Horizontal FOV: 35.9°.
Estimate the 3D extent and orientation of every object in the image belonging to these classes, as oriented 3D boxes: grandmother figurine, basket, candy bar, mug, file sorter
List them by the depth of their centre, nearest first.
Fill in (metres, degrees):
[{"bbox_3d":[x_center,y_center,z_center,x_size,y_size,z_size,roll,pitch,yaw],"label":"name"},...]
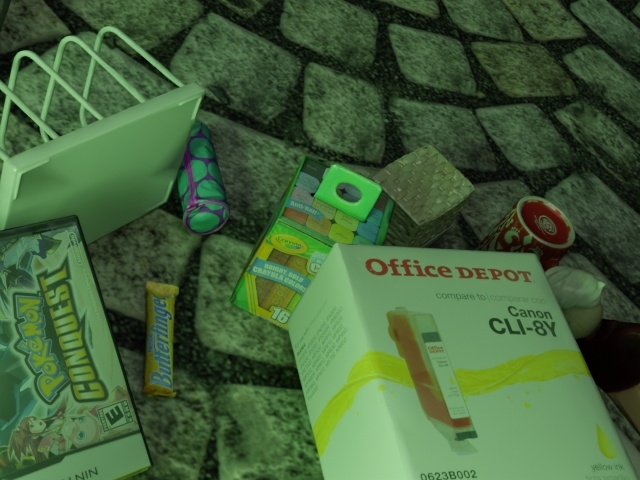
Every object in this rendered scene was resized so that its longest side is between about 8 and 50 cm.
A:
[{"bbox_3d":[-0.184,0.114,1.134,0.040,0.018,0.162,12,45,-20],"label":"candy bar"},{"bbox_3d":[-0.308,-0.112,1.146,0.173,0.193,0.277,42,44,15],"label":"file sorter"},{"bbox_3d":[0.392,0.172,1.249,0.342,0.208,0.104,51,45,0],"label":"grandmother figurine"},{"bbox_3d":[0.279,0.039,1.355,0.150,0.169,0.113,43,43,12],"label":"mug"},{"bbox_3d":[0.125,-0.052,1.398,0.113,0.103,0.167,46,44,13],"label":"basket"}]

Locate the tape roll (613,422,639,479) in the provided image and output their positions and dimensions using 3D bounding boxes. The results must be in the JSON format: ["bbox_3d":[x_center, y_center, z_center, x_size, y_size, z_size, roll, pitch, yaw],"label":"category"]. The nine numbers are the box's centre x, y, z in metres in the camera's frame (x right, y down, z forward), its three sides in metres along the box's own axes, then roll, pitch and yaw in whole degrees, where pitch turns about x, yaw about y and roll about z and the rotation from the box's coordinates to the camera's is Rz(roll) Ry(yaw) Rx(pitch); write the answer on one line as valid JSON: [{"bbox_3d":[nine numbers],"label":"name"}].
[{"bbox_3d":[0.243,0.323,1.147,0.391,0.072,0.392,16,45,-17],"label":"tape roll"}]

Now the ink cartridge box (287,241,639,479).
[{"bbox_3d":[0.149,0.198,1.037,0.279,0.160,0.385,4,49,-26],"label":"ink cartridge box"}]

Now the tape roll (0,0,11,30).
[{"bbox_3d":[-0.437,-0.299,1.220,0.072,0.219,0.219,19,44,-13],"label":"tape roll"}]

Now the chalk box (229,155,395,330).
[{"bbox_3d":[0.000,0.000,1.199,0.132,0.213,0.132,27,43,-5],"label":"chalk box"}]

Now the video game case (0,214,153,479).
[{"bbox_3d":[-0.311,0.131,0.949,0.248,0.035,0.275,-15,86,-38],"label":"video game case"}]

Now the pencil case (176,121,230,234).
[{"bbox_3d":[-0.161,-0.083,1.288,0.070,0.064,0.152,46,21,-52],"label":"pencil case"}]
